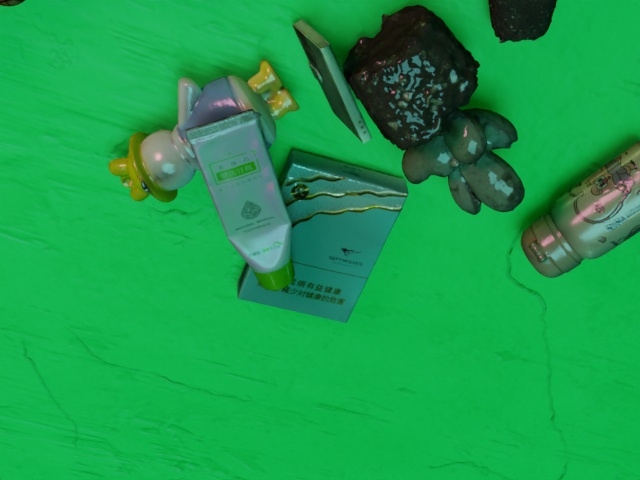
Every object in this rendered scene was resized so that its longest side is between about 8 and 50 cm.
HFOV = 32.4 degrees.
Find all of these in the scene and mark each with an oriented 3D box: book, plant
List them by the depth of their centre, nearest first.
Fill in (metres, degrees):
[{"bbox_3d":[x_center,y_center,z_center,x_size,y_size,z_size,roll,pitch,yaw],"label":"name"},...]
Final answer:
[{"bbox_3d":[0.226,-0.295,1.239,0.092,0.094,0.143,-1,131,8],"label":"plant"},{"bbox_3d":[0.012,-0.187,1.286,0.017,0.103,0.135,-31,126,-5],"label":"book"},{"bbox_3d":[0.144,-0.139,1.307,0.149,0.146,0.274,-32,124,13],"label":"plant"}]

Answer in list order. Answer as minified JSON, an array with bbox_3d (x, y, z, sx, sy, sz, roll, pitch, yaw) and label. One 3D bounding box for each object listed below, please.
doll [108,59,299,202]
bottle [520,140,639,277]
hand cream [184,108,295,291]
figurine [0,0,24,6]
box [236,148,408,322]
[{"bbox_3d":[-0.143,-0.121,1.320,0.241,0.099,0.135,-27,152,15],"label":"doll"},{"bbox_3d":[0.363,-0.032,1.447,0.209,0.097,0.110,-36,165,20],"label":"bottle"},{"bbox_3d":[-0.083,-0.045,1.332,0.079,0.050,0.275,-38,140,-19],"label":"hand cream"},{"bbox_3d":[-0.278,-0.326,1.135,0.236,0.133,0.176,-4,135,0],"label":"figurine"},{"bbox_3d":[0.000,-0.001,1.457,0.162,0.041,0.229,13,124,-15],"label":"box"}]
